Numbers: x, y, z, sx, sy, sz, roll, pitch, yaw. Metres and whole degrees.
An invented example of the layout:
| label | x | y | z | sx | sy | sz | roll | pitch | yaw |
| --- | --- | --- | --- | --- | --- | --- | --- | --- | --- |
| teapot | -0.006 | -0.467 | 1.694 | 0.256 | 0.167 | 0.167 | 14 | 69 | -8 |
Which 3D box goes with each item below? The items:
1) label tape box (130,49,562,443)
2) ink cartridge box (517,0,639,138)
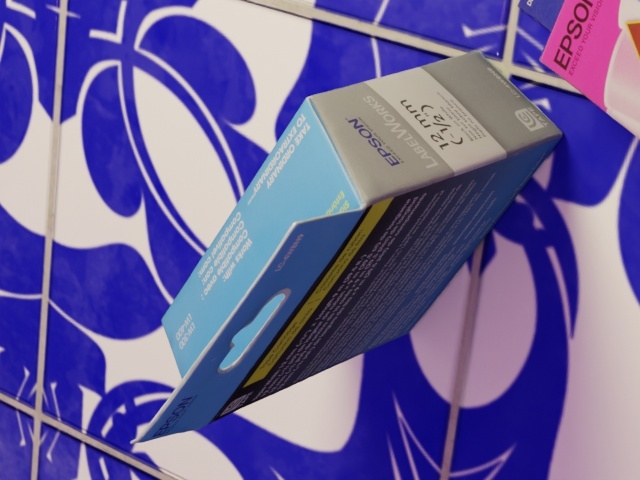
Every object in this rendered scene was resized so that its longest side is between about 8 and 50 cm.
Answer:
| label | x | y | z | sx | sy | sz | roll | pitch | yaw |
| --- | --- | --- | --- | --- | --- | --- | --- | --- | --- |
| label tape box | 0.000 | 0.000 | 1.358 | 0.115 | 0.348 | 0.249 | 49 | 126 | 19 |
| ink cartridge box | 0.266 | -0.151 | 1.239 | 0.371 | 0.069 | 0.175 | 46 | 128 | 39 |
